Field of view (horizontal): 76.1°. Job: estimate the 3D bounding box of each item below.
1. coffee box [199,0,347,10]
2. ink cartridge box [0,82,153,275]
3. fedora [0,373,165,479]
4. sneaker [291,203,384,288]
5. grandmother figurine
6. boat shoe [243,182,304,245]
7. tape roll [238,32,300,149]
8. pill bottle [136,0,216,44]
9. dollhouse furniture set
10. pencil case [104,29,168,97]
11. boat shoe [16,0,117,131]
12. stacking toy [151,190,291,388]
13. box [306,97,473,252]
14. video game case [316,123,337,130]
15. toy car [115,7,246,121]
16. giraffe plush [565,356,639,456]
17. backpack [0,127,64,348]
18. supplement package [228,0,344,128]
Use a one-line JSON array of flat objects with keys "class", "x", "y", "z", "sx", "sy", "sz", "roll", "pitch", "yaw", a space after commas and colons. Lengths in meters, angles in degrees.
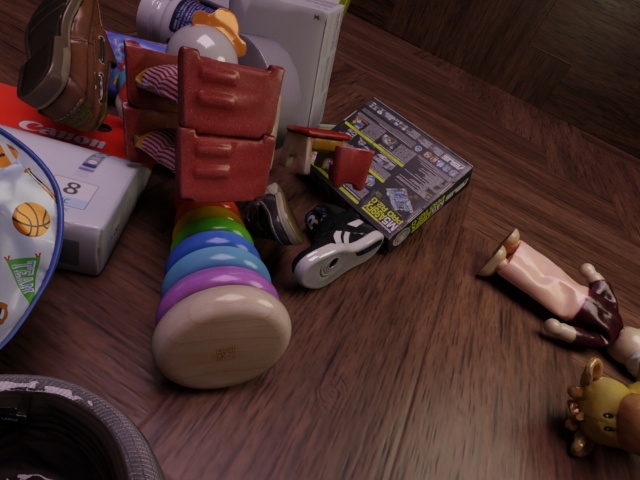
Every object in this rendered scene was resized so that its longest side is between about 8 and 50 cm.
[{"class": "coffee box", "x": -0.089, "y": -0.702, "z": 1.139, "sx": 0.334, "sy": 0.338, "sz": 0.338, "roll": 22, "pitch": 7, "yaw": -4}, {"class": "ink cartridge box", "x": -0.409, "y": -0.142, "z": 0.582, "sx": 0.308, "sy": 0.091, "sz": 0.385, "roll": 14, "pitch": 40, "yaw": -15}, {"class": "fedora", "x": -0.215, "y": 0.217, "z": 0.230, "sx": 0.243, "sy": 0.124, "sz": 0.275, "roll": 8, "pitch": 32, "yaw": -24}, {"class": "sneaker", "x": 0.000, "y": 0.000, "z": 0.661, "sx": 0.121, "sy": 0.079, "sz": 0.217, "roll": 40, "pitch": 31, "yaw": 23}, {"class": "grandmother figurine", "x": 0.481, "y": 0.120, "z": 0.770, "sx": 0.342, "sy": 0.104, "sz": 0.208, "roll": 41, "pitch": 67, "yaw": 16}, {"class": "boat shoe", "x": -0.077, "y": -0.033, "z": 0.614, "sx": 0.073, "sy": 0.080, "sz": 0.223, "roll": -23, "pitch": 21, "yaw": -4}, {"class": "tape roll", "x": -0.139, "y": -0.278, "z": 0.788, "sx": 0.219, "sy": 0.219, "sz": 0.072, "roll": 43, "pitch": 40, "yaw": 23}, {"class": "pill bottle", "x": -0.305, "y": -0.507, "z": 1.025, "sx": 0.264, "sy": 0.153, "sz": 0.153, "roll": 22, "pitch": 37, "yaw": -5}, {"class": "dollhouse furniture set", "x": -0.062, "y": -0.160, "z": 0.582, "sx": 0.374, "sy": 0.152, "sz": 0.201, "roll": -7, "pitch": 27, "yaw": -42}, {"class": "pencil case", "x": -0.378, "y": -0.347, "z": 0.814, "sx": 0.306, "sy": 0.133, "sz": 0.119, "roll": -3, "pitch": 20, "yaw": -33}, {"class": "boat shoe", "x": -0.394, "y": -0.300, "z": 0.656, "sx": 0.104, "sy": 0.110, "sz": 0.307, "roll": 39, "pitch": 37, "yaw": -54}, {"class": "stacking toy", "x": -0.144, "y": 0.013, "z": 0.527, "sx": 0.141, "sy": 0.141, "sz": 0.330, "roll": 4, "pitch": 36, "yaw": -26}, {"class": "box", "x": 0.119, "y": -0.139, "z": 0.803, "sx": 0.216, "sy": 0.060, "sz": 0.270, "roll": -40, "pitch": 63, "yaw": -11}, {"class": "video game case", "x": 0.076, "y": -0.226, "z": 1.010, "sx": 0.212, "sy": 0.023, "sz": 0.193, "roll": -7, "pitch": 48, "yaw": -34}, {"class": "toy car", "x": -0.192, "y": -0.257, "z": 0.682, "sx": 0.210, "sy": 0.238, "sz": 0.219, "roll": 21, "pitch": 26, "yaw": -47}, {"class": "giraffe plush", "x": 0.425, "y": 0.225, "z": 0.542, "sx": 0.170, "sy": 0.210, "sz": 0.181, "roll": 6, "pitch": 65, "yaw": -15}, {"class": "backpack", "x": -0.350, "y": -0.015, "z": 0.309, "sx": 0.213, "sy": 0.277, "sz": 0.263, "roll": 12, "pitch": -11, "yaw": 44}, {"class": "supplement package", "x": -0.085, "y": -0.390, "z": 0.898, "sx": 0.204, "sy": 0.262, "sz": 0.145, "roll": 18, "pitch": 36, "yaw": 5}]
